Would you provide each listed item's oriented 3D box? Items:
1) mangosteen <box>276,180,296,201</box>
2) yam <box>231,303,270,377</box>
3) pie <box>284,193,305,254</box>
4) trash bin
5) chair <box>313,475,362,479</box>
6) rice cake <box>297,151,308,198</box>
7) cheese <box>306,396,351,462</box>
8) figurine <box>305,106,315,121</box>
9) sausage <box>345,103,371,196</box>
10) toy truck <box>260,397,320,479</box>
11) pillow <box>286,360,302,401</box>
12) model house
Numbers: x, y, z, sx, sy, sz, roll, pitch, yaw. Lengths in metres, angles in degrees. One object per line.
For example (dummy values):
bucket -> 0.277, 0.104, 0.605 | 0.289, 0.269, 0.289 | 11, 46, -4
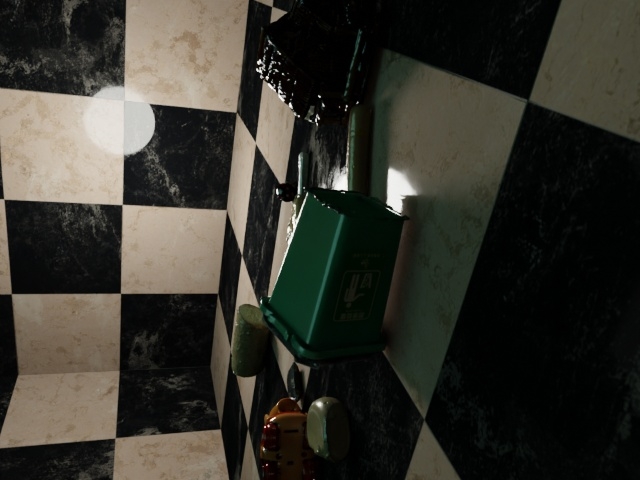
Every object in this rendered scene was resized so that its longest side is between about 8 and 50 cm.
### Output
mangosteen -> -0.130, -0.188, 2.082 | 0.081, 0.081, 0.080 | -178, 90, -71
yam -> -0.313, 0.448, 2.422 | 0.168, 0.168, 0.304 | -127, 43, -61
pie -> -0.077, 0.002, 1.840 | 0.337, 0.075, 0.337 | -172, 90, -82
trash bin -> 0.030, 0.076, 1.296 | 0.295, 0.259, 0.381 | 37, 118, 49
chair -> 0.067, 0.755, 1.313 | 0.170, 0.160, 0.325 | 136, 137, -65
rice cake -> -0.064, -0.215, 1.955 | 0.033, 0.033, 0.207 | 15, 104, 61
cheese -> 0.019, 0.543, 1.562 | 0.202, 0.091, 0.175 | 133, 135, -65
figurine -> -0.015, -0.480, 1.702 | 0.181, 0.145, 0.256 | 61, 148, 19
sausage -> 0.099, -0.209, 1.434 | 0.066, 0.066, 0.301 | -175, 89, -71
toy truck -> -0.106, 0.668, 1.789 | 0.239, 0.189, 0.264 | 169, 102, -81
pillow -> -0.095, 0.523, 1.958 | 0.090, 0.048, 0.150 | 130, 143, -48
model house -> -0.020, -0.498, 1.419 | 0.317, 0.283, 0.297 | 128, 148, -64
